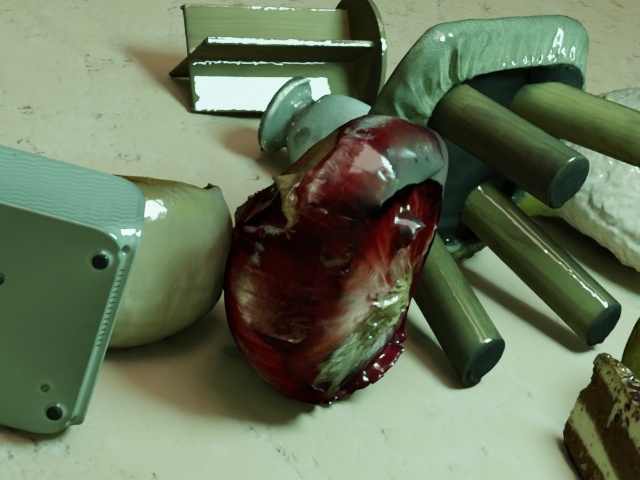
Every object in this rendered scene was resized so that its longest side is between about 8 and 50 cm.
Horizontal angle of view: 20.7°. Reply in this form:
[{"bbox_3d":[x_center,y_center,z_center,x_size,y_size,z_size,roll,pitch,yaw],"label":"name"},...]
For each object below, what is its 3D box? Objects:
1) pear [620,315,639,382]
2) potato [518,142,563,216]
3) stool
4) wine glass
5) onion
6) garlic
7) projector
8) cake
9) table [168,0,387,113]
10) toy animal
[{"bbox_3d":[0.391,0.124,1.698,0.188,0.211,0.228,27,27,6],"label":"pear"},{"bbox_3d":[0.189,-0.096,2.048,0.200,0.137,0.154,13,54,15],"label":"potato"},{"bbox_3d":[0.198,-0.049,1.777,0.226,0.310,0.310,39,32,30],"label":"stool"},{"bbox_3d":[0.033,-0.100,1.969,0.204,0.111,0.111,31,27,20],"label":"wine glass"},{"bbox_3d":[0.000,0.000,1.573,0.195,0.272,0.272,24,25,21],"label":"onion"},{"bbox_3d":[-0.168,-0.008,1.616,0.196,0.151,0.338,21,21,29],"label":"garlic"},{"bbox_3d":[-0.283,0.030,1.370,0.250,0.198,0.108,15,26,-11],"label":"projector"},{"bbox_3d":[0.325,0.217,1.588,0.135,0.112,0.246,15,23,-20],"label":"cake"},{"bbox_3d":[-0.056,-0.218,2.105,0.226,0.167,0.167,-2,33,-24],"label":"table"},{"bbox_3d":[0.393,-0.093,2.150,0.226,0.188,0.358,28,29,8],"label":"toy animal"}]
